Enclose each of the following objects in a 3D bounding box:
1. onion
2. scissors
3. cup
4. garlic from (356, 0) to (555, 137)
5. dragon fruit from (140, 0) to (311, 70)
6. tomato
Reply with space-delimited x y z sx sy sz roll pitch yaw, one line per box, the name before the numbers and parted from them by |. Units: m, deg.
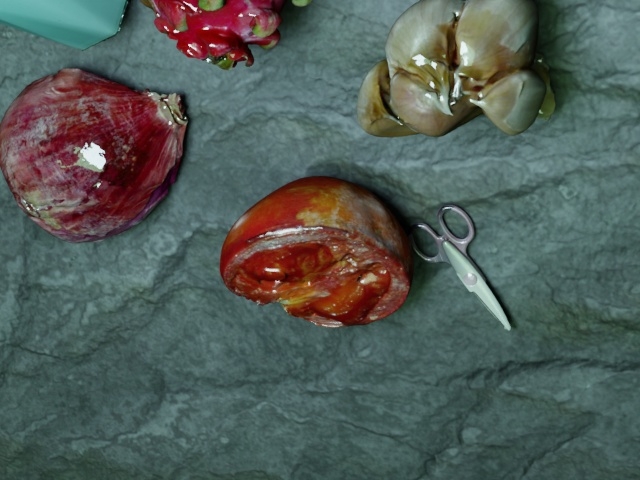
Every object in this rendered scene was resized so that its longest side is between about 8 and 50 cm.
onion | -0.291 -0.108 1.433 0.283 0.120 0.227 -27 109 29
scissors | 0.183 0.039 1.390 0.085 0.022 0.176 -33 98 26
cup | -0.328 -0.301 1.272 0.148 0.236 0.134 19 93 34
garlic | 0.137 -0.189 1.216 0.214 0.191 0.160 5 93 30
dragon fruit | -0.128 -0.324 1.221 0.198 0.218 0.273 -43 70 16
tomato | 0.000 0.000 1.371 0.200 0.139 0.233 -27 139 36
